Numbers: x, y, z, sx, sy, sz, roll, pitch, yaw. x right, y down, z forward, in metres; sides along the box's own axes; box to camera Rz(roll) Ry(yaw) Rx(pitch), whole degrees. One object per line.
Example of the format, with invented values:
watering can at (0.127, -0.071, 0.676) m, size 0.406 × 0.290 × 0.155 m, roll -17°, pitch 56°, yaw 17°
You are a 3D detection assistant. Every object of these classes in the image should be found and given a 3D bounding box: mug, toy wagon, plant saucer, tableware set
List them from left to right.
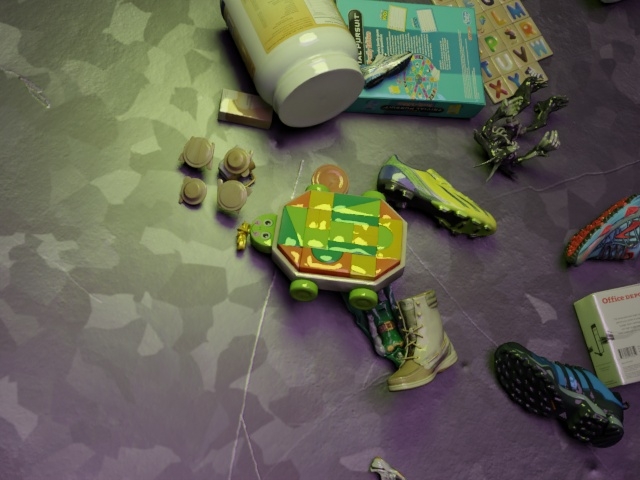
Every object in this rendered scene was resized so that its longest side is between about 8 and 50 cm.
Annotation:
tableware set at (-0.215, -0.135, 1.600) m, size 0.169 × 0.020 × 0.141 m, roll 11°, pitch 85°, yaw 8°
mug at (-0.174, -0.152, 1.637) m, size 0.064 × 0.062 × 0.078 m, roll -40°, pitch 78°, yaw -14°
toy wagon at (0.000, 0.000, 1.583) m, size 0.345 × 0.068 × 0.267 m, roll 8°, pitch 54°, yaw 0°
plant saucer at (0.023, -0.128, 1.700) m, size 0.084 × 0.013 × 0.083 m, roll 4°, pitch 72°, yaw -12°

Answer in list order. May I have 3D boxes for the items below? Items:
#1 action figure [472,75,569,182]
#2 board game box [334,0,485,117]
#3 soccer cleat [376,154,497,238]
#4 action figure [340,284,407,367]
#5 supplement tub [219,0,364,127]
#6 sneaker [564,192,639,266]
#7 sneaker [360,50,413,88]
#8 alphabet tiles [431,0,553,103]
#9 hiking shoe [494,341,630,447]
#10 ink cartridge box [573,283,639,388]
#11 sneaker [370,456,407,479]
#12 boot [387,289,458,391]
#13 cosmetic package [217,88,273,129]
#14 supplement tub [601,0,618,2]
action figure at (0.456, -0.257, 1.785) m, size 0.164 × 0.141 × 0.275 m, roll 41°, pitch 66°, yaw -11°
board game box at (0.197, -0.418, 1.799) m, size 0.336 × 0.079 × 0.253 m, roll 1°, pitch 73°, yaw -11°
soccer cleat at (0.263, -0.100, 1.710) m, size 0.289 × 0.093 × 0.121 m, roll 24°, pitch 61°, yaw -6°
action figure at (0.124, 0.154, 1.610) m, size 0.137 × 0.063 × 0.232 m, roll -20°, pitch 81°, yaw -22°
supplement tub at (-0.058, -0.420, 1.643) m, size 0.228 × 0.228 × 0.316 m, roll -18°, pitch 69°, yaw -19°
sneaker at (0.671, -0.002, 1.773) m, size 0.262 × 0.104 × 0.125 m, roll -33°, pitch 85°, yaw -21°
sneaker at (0.141, -0.389, 1.710) m, size 0.135 × 0.052 × 0.058 m, roll -30°, pitch 77°, yaw -19°
alphabet tiles at (0.408, -0.507, 1.923) m, size 0.285 × 0.011 × 0.342 m, roll -25°, pitch 79°, yaw -20°
hiking shoe at (0.499, 0.306, 1.643) m, size 0.304 × 0.113 × 0.132 m, roll 37°, pitch 40°, yaw 4°
ink cartridge box at (0.665, 0.209, 1.709) m, size 0.148 × 0.086 × 0.203 m, roll -8°, pitch 74°, yaw -17°
sneaker at (0.134, 0.460, 1.528) m, size 0.083 × 0.032 × 0.037 m, roll 36°, pitch 81°, yaw 5°
boot at (0.184, 0.197, 1.548) m, size 0.213 × 0.077 × 0.165 m, roll -21°, pitch 96°, yaw -48°
cosmetic package at (-0.161, -0.284, 1.691) m, size 0.115 × 0.041 × 0.060 m, roll 9°, pitch 70°, yaw -11°
supplement tub at (0.734, -0.789, 1.999) m, size 0.194 × 0.193 × 0.316 m, roll -20°, pitch 78°, yaw -19°
